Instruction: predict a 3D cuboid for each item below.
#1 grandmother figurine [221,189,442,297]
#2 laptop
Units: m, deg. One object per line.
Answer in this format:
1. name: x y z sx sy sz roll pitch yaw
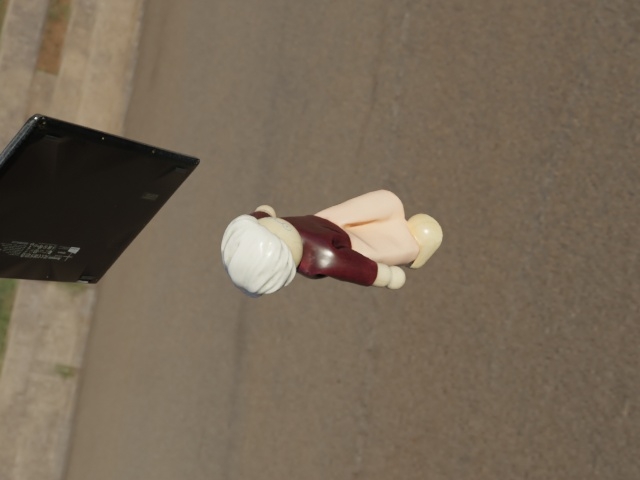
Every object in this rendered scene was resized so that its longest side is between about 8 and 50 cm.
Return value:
1. grandmother figurine: 0.000 0.000 1.275 0.208 0.342 0.104 13 102 30
2. laptop: -0.457 -0.065 1.546 0.408 0.382 0.236 -47 70 14
